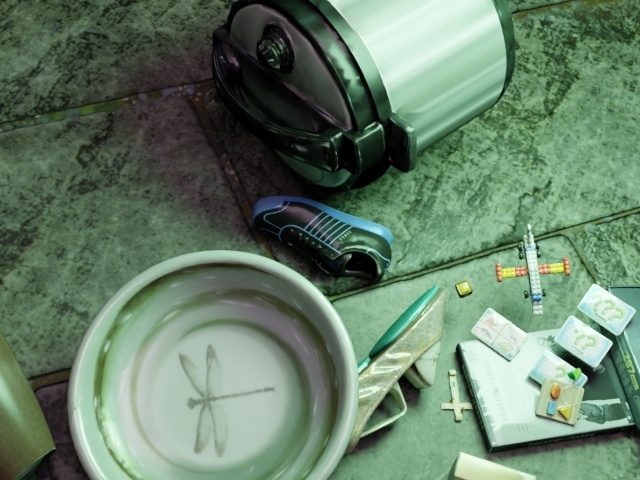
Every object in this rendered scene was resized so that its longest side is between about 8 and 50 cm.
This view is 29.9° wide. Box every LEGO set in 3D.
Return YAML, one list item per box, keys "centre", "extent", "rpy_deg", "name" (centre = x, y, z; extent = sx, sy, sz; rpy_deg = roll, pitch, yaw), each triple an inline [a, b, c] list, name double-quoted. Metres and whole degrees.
- centre: [0.330, 0.101, 1.814]
  extent: [0.244, 0.060, 0.182]
  rpy_deg: [36, 79, 14]
  name: "LEGO set"

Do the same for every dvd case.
- centre: [0.342, 0.221, 1.820]
  extent: [0.239, 0.029, 0.179]
  rpy_deg: [-6, 58, -13]
  name: "dvd case"

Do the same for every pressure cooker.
- centre: [0.046, -0.284, 1.894]
  extent: [0.420, 0.370, 0.375]
  rpy_deg: [-33, 101, -25]
  name: "pressure cooker"

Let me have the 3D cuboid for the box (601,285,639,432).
- centre: [0.544, 0.180, 1.850]
  extent: [0.183, 0.059, 0.232]
  rpy_deg: [1, 55, -19]
  name: "box"

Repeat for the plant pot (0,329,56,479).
- centre: [-0.466, 0.226, 1.588]
  extent: [0.230, 0.215, 0.215]
  rpy_deg: [47, 60, 5]
  name: "plant pot"

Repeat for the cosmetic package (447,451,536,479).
- centre: [0.241, 0.346, 1.700]
  extent: [0.115, 0.060, 0.041]
  rpy_deg: [17, 55, 4]
  name: "cosmetic package"

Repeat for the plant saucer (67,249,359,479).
- centre: [-0.143, 0.215, 1.658]
  extent: [0.400, 0.100, 0.400]
  rpy_deg: [-2, 71, 6]
  name: "plant saucer"

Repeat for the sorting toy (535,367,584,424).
- centre: [0.359, 0.225, 1.775]
  extent: [0.062, 0.012, 0.083]
  rpy_deg: [16, 81, 2]
  name: "sorting toy"

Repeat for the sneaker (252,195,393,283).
- centre: [0.000, 0.000, 1.878]
  extent: [0.232, 0.081, 0.090]
  rpy_deg: [14, 48, -2]
  name: "sneaker"

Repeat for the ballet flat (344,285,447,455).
- centre: [0.104, 0.198, 1.765]
  extent: [0.316, 0.107, 0.106]
  rpy_deg: [-42, 91, -25]
  name: "ballet flat"

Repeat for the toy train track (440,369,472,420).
- centre: [0.204, 0.231, 1.798]
  extent: [0.048, 0.014, 0.083]
  rpy_deg: [1, 56, -9]
  name: "toy train track"
